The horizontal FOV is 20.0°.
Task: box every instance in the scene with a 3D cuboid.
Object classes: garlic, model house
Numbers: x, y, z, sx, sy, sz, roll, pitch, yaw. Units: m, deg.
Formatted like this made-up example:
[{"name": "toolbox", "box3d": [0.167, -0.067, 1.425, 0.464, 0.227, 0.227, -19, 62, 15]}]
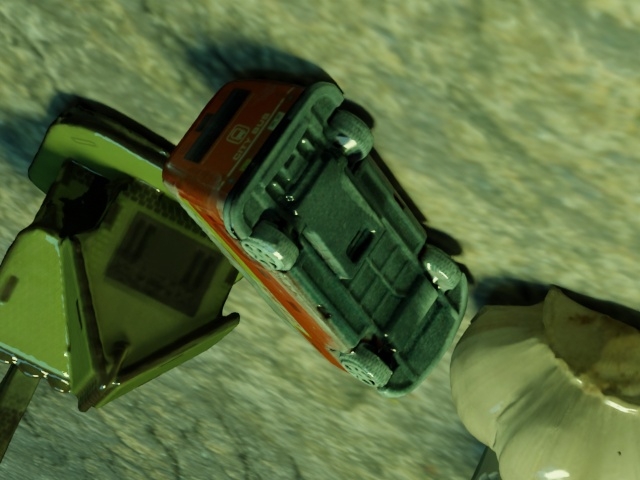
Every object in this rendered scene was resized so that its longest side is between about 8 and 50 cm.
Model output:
[{"name": "garlic", "box3d": [0.199, 0.143, 1.315, 0.229, 0.143, 0.178, 11, 152, 17]}, {"name": "model house", "box3d": [-0.190, 0.074, 1.433, 0.205, 0.279, 0.218, 29, 159, -7]}]

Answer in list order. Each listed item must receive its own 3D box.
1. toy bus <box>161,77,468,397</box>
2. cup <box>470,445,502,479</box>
[{"name": "toy bus", "box3d": [0.000, 0.000, 1.272, 0.120, 0.121, 0.265, 20, 159, 41]}, {"name": "cup", "box3d": [0.210, 0.347, 1.560, 0.259, 0.274, 0.357, 24, 157, 12]}]
